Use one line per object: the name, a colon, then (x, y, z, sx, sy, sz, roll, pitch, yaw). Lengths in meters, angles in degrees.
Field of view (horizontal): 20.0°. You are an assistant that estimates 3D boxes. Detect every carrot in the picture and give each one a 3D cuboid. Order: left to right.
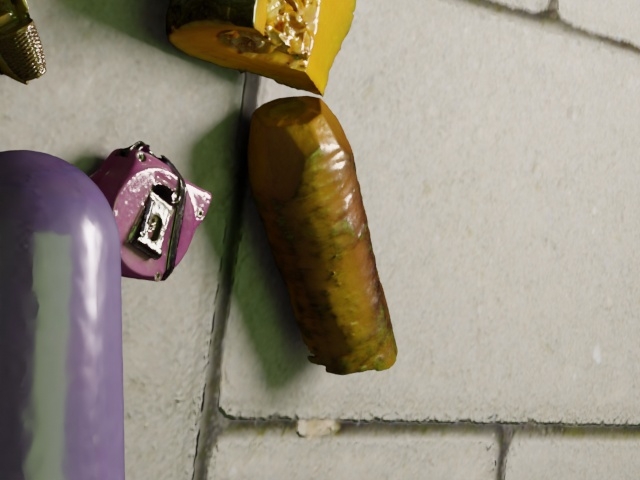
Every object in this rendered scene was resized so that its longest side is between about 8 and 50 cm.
carrot: (0.000, 0.000, 1.876, 0.114, 0.114, 0.301, -37, 124, -39)

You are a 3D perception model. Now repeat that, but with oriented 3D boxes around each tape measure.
tape measure: (-0.169, -0.025, 1.709, 0.118, 0.074, 0.125, 34, 68, -44)

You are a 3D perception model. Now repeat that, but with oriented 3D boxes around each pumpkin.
pumpkin: (-0.065, -0.230, 1.777, 0.248, 0.126, 0.131, 37, 59, -64)

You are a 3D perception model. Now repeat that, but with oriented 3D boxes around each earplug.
earplug: (-0.261, 0.151, 1.543, 0.215, 0.215, 0.455, 2, 90, -48)

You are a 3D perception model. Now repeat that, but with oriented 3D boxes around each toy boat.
toy boat: (-0.277, -0.206, 1.585, 0.047, 0.049, 0.149, -38, 121, -38)
